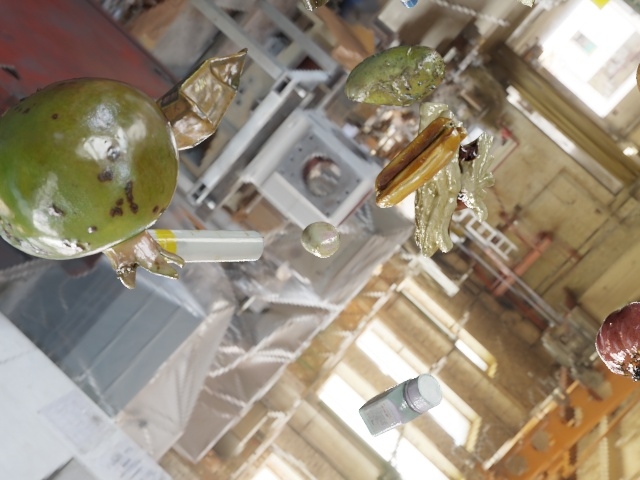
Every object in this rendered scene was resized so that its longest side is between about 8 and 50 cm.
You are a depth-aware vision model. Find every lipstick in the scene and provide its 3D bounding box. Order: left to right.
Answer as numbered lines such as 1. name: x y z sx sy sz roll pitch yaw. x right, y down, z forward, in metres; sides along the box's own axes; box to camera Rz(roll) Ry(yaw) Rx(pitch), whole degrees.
1. lipstick: -0.210 0.009 1.492 0.264 0.059 0.059 1 138 -48

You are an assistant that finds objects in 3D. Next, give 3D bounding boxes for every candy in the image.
1. candy: -0.213 -0.263 1.553 0.143 0.101 0.271 -26 -155 31

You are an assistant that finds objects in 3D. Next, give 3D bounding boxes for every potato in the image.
1. potato: 0.140 -0.305 1.632 0.054 0.198 0.119 -80 165 -60

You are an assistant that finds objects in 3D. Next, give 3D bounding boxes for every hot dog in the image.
1. hot dog: 0.202 -0.154 1.769 0.249 0.068 0.100 -43 -145 35

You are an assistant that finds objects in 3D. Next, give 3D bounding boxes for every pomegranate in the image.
1. pomegranate: -0.340 -0.065 1.219 0.291 0.323 0.291 -6 -169 1

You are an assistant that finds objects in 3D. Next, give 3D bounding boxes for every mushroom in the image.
1. mushroom: 0.000 0.000 1.796 0.083 0.083 0.067 -43 154 -48

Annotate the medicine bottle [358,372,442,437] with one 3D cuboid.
1. medicine bottle: 0.122 0.241 1.274 0.118 0.055 0.074 -35 171 41

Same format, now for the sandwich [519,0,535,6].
1. sandwich: 0.296 -0.364 1.193 0.083 0.031 0.044 85 30 -77

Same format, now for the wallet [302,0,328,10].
1. wallet: -0.031 -0.408 1.107 0.031 0.198 0.110 -9 -148 32

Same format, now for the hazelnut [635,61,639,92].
1. hazelnut: 0.620 -0.282 1.421 0.182 0.182 0.182 -47 176 -4

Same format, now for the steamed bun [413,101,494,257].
1. steamed bun: 0.374 -0.175 2.361 0.247 0.189 0.428 -39 133 -63

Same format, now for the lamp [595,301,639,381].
1. lamp: 0.610 0.197 1.605 0.182 0.182 0.140 -52 -159 46

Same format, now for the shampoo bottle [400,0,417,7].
1. shampoo bottle: 0.158 -0.558 1.773 0.050 0.087 0.183 -9 165 21
